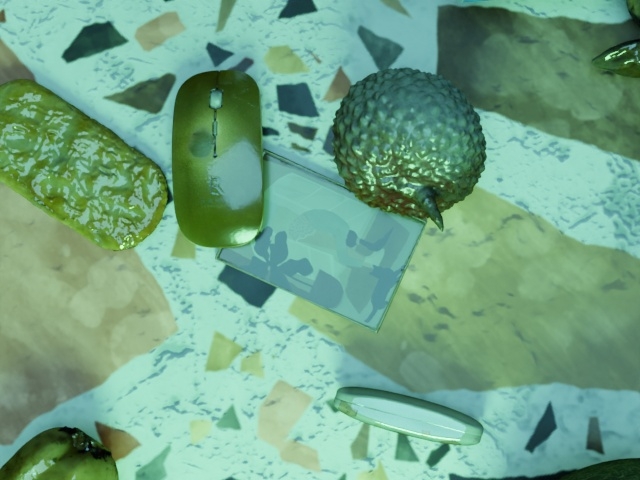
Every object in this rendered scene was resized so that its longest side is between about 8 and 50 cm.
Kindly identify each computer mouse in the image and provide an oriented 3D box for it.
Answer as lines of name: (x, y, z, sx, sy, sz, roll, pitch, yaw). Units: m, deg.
computer mouse: (-0.111, -0.092, 1.412, 0.102, 0.045, 0.199, -1, 86, 7)

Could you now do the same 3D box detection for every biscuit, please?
biscuit: (-0.284, -0.086, 1.436, 0.247, 0.029, 0.118, 33, 90, 4)

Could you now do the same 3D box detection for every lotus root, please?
lotus root: (-0.306, 0.298, 1.384, 0.125, 0.118, 0.221, 39, 94, 36)

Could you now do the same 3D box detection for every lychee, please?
lychee: (0.094, -0.095, 1.343, 0.165, 0.165, 0.197, -7, 54, 4)

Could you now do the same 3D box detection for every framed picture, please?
framed picture: (0.000, 0.000, 1.424, 0.200, 0.010, 0.136, 24, 91, 4)

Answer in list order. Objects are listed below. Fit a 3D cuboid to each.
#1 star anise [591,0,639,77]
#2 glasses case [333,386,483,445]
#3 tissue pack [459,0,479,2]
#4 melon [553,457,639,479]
star anise: (0.396, -0.218, 1.373, 0.212, 0.073, 0.197, -44, 88, -1)
glasses case: (0.095, 0.189, 1.385, 0.164, 0.063, 0.041, 13, 87, 4)
tissue pack: (0.265, -0.364, 1.330, 0.263, 0.146, 0.198, -5, 64, 5)
melon: (0.292, 0.346, 1.283, 0.301, 0.237, 0.237, -31, 86, -2)
